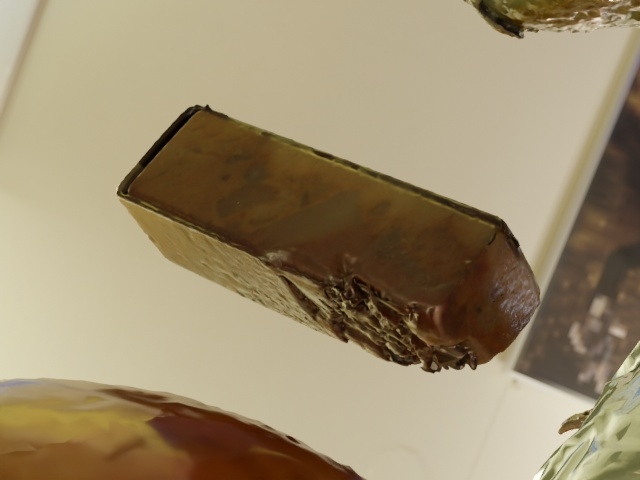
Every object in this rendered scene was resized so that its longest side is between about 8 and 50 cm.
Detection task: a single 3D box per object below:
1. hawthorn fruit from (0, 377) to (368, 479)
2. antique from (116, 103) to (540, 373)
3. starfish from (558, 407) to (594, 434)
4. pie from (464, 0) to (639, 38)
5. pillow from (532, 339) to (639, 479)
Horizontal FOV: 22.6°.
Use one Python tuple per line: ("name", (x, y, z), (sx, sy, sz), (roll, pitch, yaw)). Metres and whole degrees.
("hawthorn fruit", (-0.122, 0.282, 0.841), (0.472, 0.471, 0.472), (22, -176, -2))
("antique", (0.000, 0.000, 1.081), (0.310, 0.093, 0.087), (23, 156, 41))
("starfish", (0.270, 0.131, 1.013), (0.238, 0.213, 0.057), (11, 152, 36))
("pie", (0.198, -0.188, 0.920), (0.275, 0.105, 0.257), (0, 157, 4))
("pillow", (0.209, 0.058, 0.500), (0.310, 0.138, 0.283), (-21, -174, 38))
